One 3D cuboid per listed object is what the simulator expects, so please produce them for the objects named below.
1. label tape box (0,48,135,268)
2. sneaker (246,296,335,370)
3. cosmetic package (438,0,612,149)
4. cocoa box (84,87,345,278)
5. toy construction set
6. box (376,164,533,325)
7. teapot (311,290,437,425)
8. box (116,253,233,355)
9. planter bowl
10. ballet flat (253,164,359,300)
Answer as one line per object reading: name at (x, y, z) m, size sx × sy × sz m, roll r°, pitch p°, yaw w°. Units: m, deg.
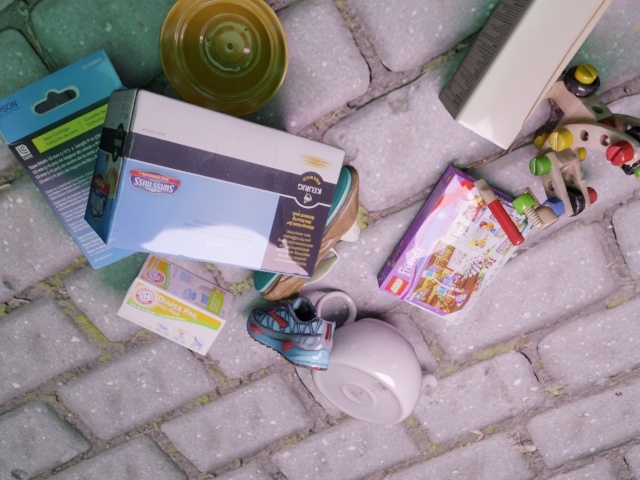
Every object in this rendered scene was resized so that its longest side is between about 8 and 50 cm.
label tape box at (-0.398, -0.150, 1.117) m, size 0.249 × 0.115 × 0.348 m, roll -22°, pitch 112°, yaw 10°
sneaker at (-0.053, 0.173, 1.235) m, size 0.104 × 0.261 × 0.125 m, roll 20°, pitch 89°, yaw -41°
cosmetic package at (0.339, -0.328, 1.002) m, size 0.113 × 0.160 × 0.310 m, roll 25°, pitch 115°, yaw -13°
cocoa box at (-0.179, -0.090, 0.990) m, size 0.347 × 0.231 × 0.228 m, roll 11°, pitch 96°, yaw -30°
toy construction set at (0.417, -0.168, 1.072) m, size 0.308 × 0.257 × 0.237 m, roll -31°, pitch 74°, yaw 2°
box at (0.275, 0.017, 1.231) m, size 0.200 × 0.057 × 0.293 m, roll 25°, pitch 114°, yaw -13°
teapot at (0.110, 0.255, 1.287) m, size 0.252 × 0.187 × 0.256 m, roll 12°, pitch 138°, yaw 23°
box at (-0.302, 0.133, 1.256) m, size 0.203 × 0.114 × 0.103 m, roll 29°, pitch 113°, yaw -12°
planter bowl at (-0.161, -0.330, 1.036) m, size 0.217 × 0.090 × 0.217 m, roll 0°, pitch 116°, yaw 0°
ballet flat at (0.000, 0.000, 1.203) m, size 0.124 × 0.116 × 0.342 m, roll 21°, pitch 117°, yaw -33°
